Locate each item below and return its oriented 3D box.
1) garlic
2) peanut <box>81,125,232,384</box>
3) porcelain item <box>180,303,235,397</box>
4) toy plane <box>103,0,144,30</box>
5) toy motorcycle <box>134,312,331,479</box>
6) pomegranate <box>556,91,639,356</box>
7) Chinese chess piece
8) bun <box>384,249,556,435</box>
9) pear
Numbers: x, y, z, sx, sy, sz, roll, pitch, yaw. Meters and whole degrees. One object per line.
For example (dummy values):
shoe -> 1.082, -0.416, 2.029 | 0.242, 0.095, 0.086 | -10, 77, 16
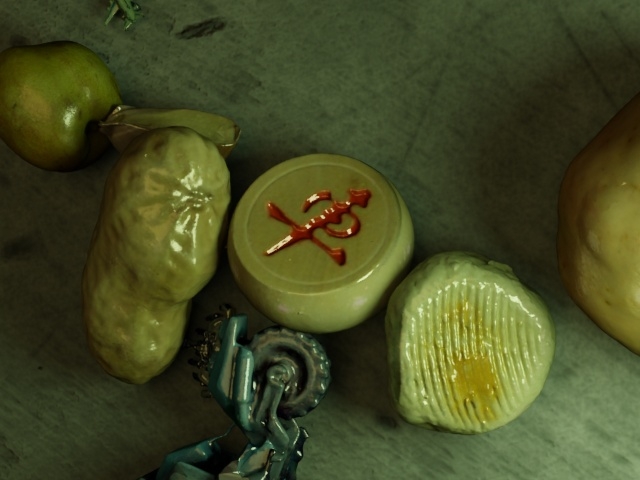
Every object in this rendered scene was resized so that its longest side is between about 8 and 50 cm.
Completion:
garlic -> -0.213, -0.141, 1.943 | 0.195, 0.101, 0.087 | 9, 57, -3
peanut -> -0.223, 0.025, 1.882 | 0.192, 0.169, 0.387 | 37, 121, 33
porcelain item -> -0.169, 0.152, 1.957 | 0.075, 0.021, 0.136 | 11, 89, 23
toy plane -> -0.289, -0.349, 2.027 | 0.080, 0.033, 0.083 | -34, 70, 14
toy motorcycle -> -0.143, 0.292, 1.857 | 0.232, 0.172, 0.416 | 21, 101, 13
pomegranate -> 0.482, -0.008, 1.567 | 0.411, 0.411, 0.411 | -1, 86, 18
Chinese chess piece -> 0.000, 0.000, 1.819 | 0.251, 0.097, 0.251 | -4, 57, 6
bun -> 0.177, 0.124, 1.774 | 0.244, 0.153, 0.244 | -1, 101, -7
pear -> -0.378, -0.192, 1.963 | 0.200, 0.200, 0.200 | -1, 86, 18
